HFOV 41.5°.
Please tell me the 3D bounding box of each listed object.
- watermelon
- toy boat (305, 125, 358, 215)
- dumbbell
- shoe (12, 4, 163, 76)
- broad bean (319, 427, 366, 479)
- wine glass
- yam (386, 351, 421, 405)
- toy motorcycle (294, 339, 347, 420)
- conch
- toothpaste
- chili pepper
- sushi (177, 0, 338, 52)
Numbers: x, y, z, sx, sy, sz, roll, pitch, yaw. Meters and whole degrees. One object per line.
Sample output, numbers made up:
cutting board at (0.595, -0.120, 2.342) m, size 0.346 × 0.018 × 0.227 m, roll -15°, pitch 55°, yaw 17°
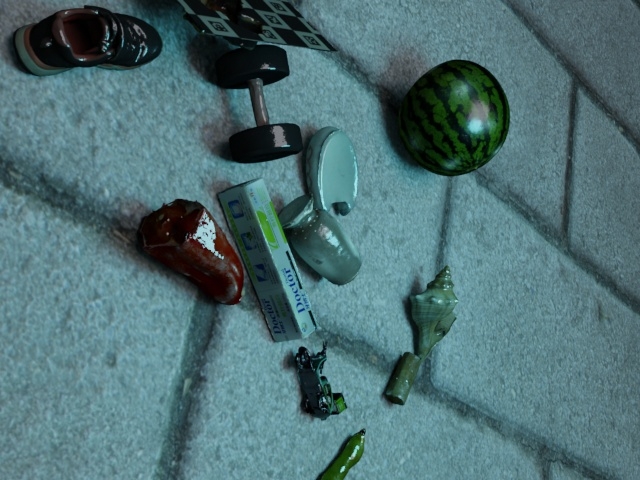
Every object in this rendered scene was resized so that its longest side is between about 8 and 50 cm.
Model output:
watermelon at (0.338, -0.305, 2.141) m, size 0.285 × 0.285 × 0.285 m, roll 13°, pitch 71°, yaw -44°
toy boat at (0.018, -0.156, 1.930) m, size 0.134 × 0.078 × 0.208 m, roll -9°, pitch 98°, yaw -40°
dumbbell at (-0.126, -0.276, 1.734) m, size 0.152 × 0.152 × 0.218 m, roll -7°, pitch 86°, yaw -47°
shoe at (-0.388, -0.362, 1.489) m, size 0.290 × 0.137 × 0.114 m, roll -21°, pitch 97°, yaw -48°
broad bean at (0.033, 0.501, 1.794) m, size 0.052 × 0.053 × 0.256 m, roll 34°, pitch 47°, yaw 10°
wine glass at (0.000, 0.000, 1.831) m, size 0.204 × 0.111 × 0.111 m, roll 49°, pitch 50°, yaw -26°
yam at (0.197, 0.330, 2.007) m, size 0.054 × 0.054 × 0.132 m, roll 51°, pitch 48°, yaw -26°
toy motorcycle at (-0.005, 0.299, 1.799) m, size 0.100 × 0.058 × 0.173 m, roll -29°, pitch 103°, yaw -53°
conch at (0.280, 0.174, 2.102) m, size 0.137 × 0.114 × 0.234 m, roll -10°, pitch 123°, yaw -37°
toothpaste at (-0.107, 0.043, 1.732) m, size 0.067 × 0.081 × 0.337 m, roll -32°, pitch 104°, yaw -49°
chili pepper at (-0.210, 0.035, 1.583) m, size 0.253 × 0.144 × 0.136 m, roll 49°, pitch 12°, yaw -35°
sushi at (-0.189, -0.466, 1.701) m, size 0.359 × 0.064 × 0.343 m, roll -7°, pitch 47°, yaw -47°
